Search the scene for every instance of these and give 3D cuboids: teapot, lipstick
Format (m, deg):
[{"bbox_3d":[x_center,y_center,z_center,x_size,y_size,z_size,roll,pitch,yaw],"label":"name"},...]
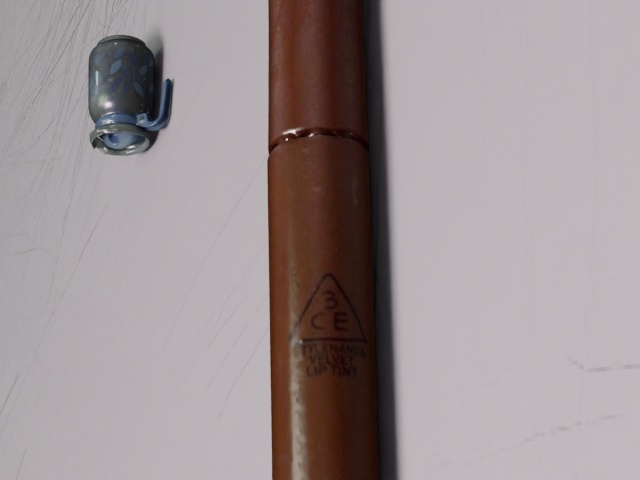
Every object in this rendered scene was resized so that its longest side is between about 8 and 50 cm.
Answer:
[{"bbox_3d":[-0.138,-0.106,1.129,0.049,0.063,0.083,83,-176,-69],"label":"teapot"},{"bbox_3d":[0.000,0.000,0.801,0.057,0.057,0.357,-36,49,53],"label":"lipstick"}]
